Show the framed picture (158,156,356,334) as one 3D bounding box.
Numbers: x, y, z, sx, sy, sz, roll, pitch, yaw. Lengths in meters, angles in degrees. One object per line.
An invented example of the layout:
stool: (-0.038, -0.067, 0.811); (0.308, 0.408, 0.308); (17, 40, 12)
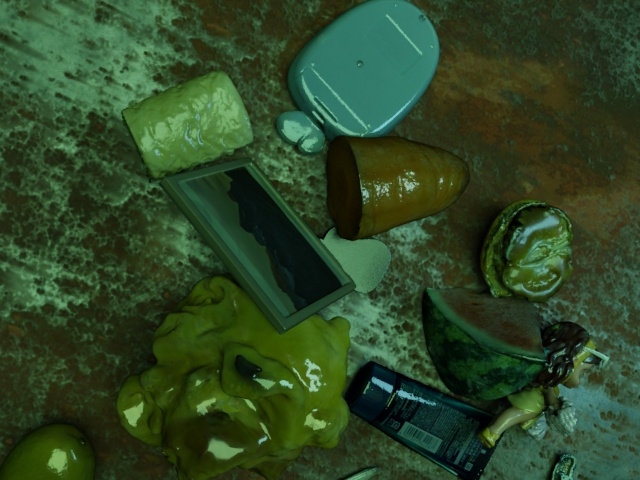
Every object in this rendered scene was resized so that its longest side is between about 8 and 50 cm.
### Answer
framed picture: (-0.081, -0.005, 1.080); (0.265, 0.192, 0.018); (49, 124, 10)

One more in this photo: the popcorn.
popcorn: (-0.100, 0.196, 1.059); (0.297, 0.281, 0.315); (29, 71, 7)

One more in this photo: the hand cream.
hand cream: (0.170, 0.286, 1.213); (0.271, 0.061, 0.120); (30, 86, -15)

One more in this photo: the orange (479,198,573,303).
orange: (0.323, 0.014, 1.215); (0.160, 0.112, 0.170); (34, 107, -20)

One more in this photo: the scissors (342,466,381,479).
scissors: (-0.040, 0.417, 1.185); (0.300, 0.022, 0.109); (-25, 98, -12)

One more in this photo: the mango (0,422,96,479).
mango: (-0.395, 0.349, 1.077); (0.130, 0.092, 0.194); (42, 88, -10)

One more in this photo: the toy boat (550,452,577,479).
toy boat: (0.400, 0.392, 1.266); (0.038, 0.038, 0.083); (19, 85, -11)

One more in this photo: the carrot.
carrot: (0.128, -0.083, 1.162); (0.225, 0.159, 0.159); (-4, 91, -22)

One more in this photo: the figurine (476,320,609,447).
figurine: (0.344, 0.233, 1.202); (0.116, 0.174, 0.240); (35, 77, 7)

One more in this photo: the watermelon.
watermelon: (0.264, 0.136, 1.184); (0.136, 0.207, 0.202); (42, 64, -35)

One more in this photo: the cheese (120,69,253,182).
cheese: (-0.194, -0.167, 1.118); (0.167, 0.094, 0.123); (-24, 93, -11)

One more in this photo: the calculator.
calculator: (0.059, -0.252, 1.196); (0.188, 0.042, 0.302); (46, 79, -9)

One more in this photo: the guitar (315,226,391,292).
guitar: (0.000, 0.000, 1.191); (0.233, 0.025, 0.088); (28, 86, -10)
